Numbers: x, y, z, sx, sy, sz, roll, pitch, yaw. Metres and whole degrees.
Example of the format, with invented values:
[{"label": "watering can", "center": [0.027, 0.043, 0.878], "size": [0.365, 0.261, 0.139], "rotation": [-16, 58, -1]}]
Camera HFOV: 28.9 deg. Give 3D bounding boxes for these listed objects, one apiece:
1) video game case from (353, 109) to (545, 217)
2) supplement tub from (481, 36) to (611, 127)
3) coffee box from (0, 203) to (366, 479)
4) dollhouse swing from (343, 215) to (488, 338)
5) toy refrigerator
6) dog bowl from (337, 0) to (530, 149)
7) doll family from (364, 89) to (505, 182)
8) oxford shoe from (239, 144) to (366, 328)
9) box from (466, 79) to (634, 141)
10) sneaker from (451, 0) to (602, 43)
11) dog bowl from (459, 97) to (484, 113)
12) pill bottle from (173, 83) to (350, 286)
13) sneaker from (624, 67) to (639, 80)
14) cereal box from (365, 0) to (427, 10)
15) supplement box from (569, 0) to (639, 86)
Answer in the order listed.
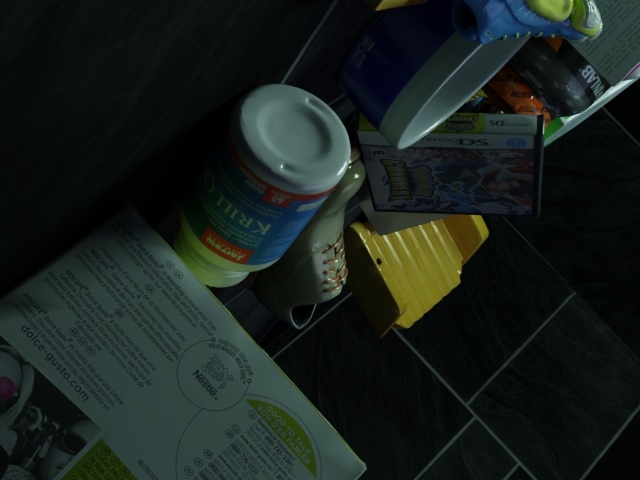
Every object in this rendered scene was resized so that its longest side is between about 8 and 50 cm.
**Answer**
[{"label": "video game case", "center": [0.185, -0.102, 1.737], "size": [0.275, 0.248, 0.035], "rotation": [70, 24, -66]}, {"label": "supplement tub", "center": [0.355, -0.314, 1.676], "size": [0.338, 0.207, 0.207], "rotation": [-44, 173, 6]}, {"label": "coffee box", "center": [-0.216, 0.237, 1.208], "size": [0.334, 0.338, 0.337], "rotation": [-40, 173, -27]}, {"label": "dollhouse swing", "center": [0.255, -0.020, 2.639], "size": [0.305, 0.315, 0.347], "rotation": [-20, -168, 49]}, {"label": "toy refrigerator", "center": [0.202, -0.099, 1.958], "size": [0.269, 0.094, 0.102], "rotation": [-16, -138, 21]}, {"label": "dog bowl", "center": [0.147, -0.231, 1.421], "size": [0.265, 0.104, 0.265], "rotation": [-42, 173, -7]}, {"label": "doll family", "center": [0.162, -0.189, 1.853], "size": [0.263, 0.118, 0.163], "rotation": [-26, -177, 13]}, {"label": "oxford shoe", "center": [0.000, 0.000, 1.794], "size": [0.140, 0.146, 0.397], "rotation": [-36, 170, -29]}, {"label": "box", "center": [0.382, -0.242, 2.047], "size": [0.231, 0.127, 0.262], "rotation": [-32, 175, -26]}, {"label": "sneaker", "center": [0.196, -0.242, 1.243], "size": [0.126, 0.091, 0.240], "rotation": [-31, 152, 16]}, {"label": "dog bowl", "center": [0.391, -0.314, 2.433], "size": [0.297, 0.074, 0.166], "rotation": [-44, 173, 13]}, {"label": "pill bottle", "center": [-0.069, -0.044, 1.239], "size": [0.124, 0.124, 0.221], "rotation": [-37, 170, -40]}, {"label": "sneaker", "center": [0.415, -0.345, 1.832], "size": [0.106, 0.123, 0.290], "rotation": [-17, -141, 8]}, {"label": "cereal box", "center": [0.137, -0.311, 1.110], "size": [0.240, 0.047, 0.173], "rotation": [-46, 174, 24]}, {"label": "supplement box", "center": [0.332, -0.311, 1.499], "size": [0.111, 0.220, 0.114], "rotation": [-34, 169, -50]}]
